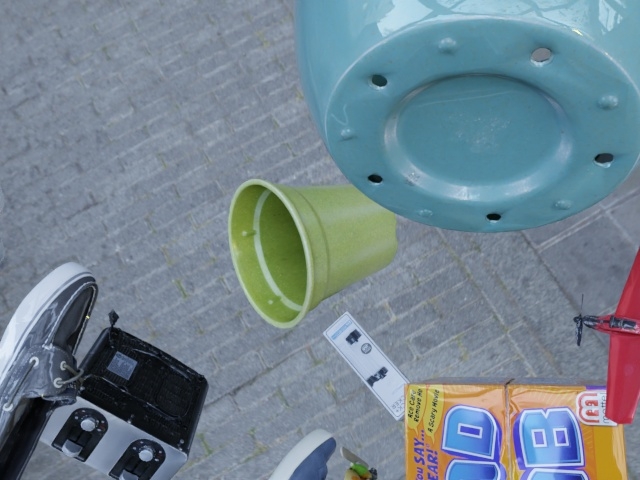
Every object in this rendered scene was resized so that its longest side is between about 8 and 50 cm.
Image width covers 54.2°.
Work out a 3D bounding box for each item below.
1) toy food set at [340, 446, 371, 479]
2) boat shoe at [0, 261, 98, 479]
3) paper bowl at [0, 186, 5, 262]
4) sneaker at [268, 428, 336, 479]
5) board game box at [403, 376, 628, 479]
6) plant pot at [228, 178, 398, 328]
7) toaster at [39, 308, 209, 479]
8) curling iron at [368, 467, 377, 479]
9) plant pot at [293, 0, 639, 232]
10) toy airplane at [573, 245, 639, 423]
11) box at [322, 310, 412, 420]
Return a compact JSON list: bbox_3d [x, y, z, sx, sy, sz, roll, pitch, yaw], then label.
[{"bbox_3d":[0.095,0.580,1.439,0.038,0.132,0.192,-27,40,26],"label":"toy food set"},{"bbox_3d":[-0.250,0.130,0.549,0.076,0.080,0.229,21,66,12],"label":"boat shoe"},{"bbox_3d":[-0.485,-0.061,0.707,0.148,0.284,0.284,-45,71,-1],"label":"paper bowl"},{"bbox_3d":[-0.036,0.412,0.824,0.148,0.131,0.350,27,44,13],"label":"sneaker"},{"bbox_3d":[0.371,0.445,1.183,0.356,0.356,0.357,-3,79,20],"label":"board game box"},{"bbox_3d":[0.000,0.000,1.198,0.253,0.276,0.276,-15,63,-35],"label":"plant pot"},{"bbox_3d":[-0.244,0.209,0.798,0.168,0.186,0.110,33,109,-13],"label":"toaster"},{"bbox_3d":[0.082,0.663,1.487,0.035,0.068,0.274,25,53,0],"label":"curling iron"},{"bbox_3d":[0.111,-0.150,0.424,0.292,0.293,0.235,9,58,8],"label":"plant pot"},{"bbox_3d":[0.254,0.070,0.465,0.028,0.151,0.151,21,64,-33],"label":"toy airplane"},{"bbox_3d":[0.145,0.329,1.615,0.087,0.169,0.290,-42,69,-1],"label":"box"}]
